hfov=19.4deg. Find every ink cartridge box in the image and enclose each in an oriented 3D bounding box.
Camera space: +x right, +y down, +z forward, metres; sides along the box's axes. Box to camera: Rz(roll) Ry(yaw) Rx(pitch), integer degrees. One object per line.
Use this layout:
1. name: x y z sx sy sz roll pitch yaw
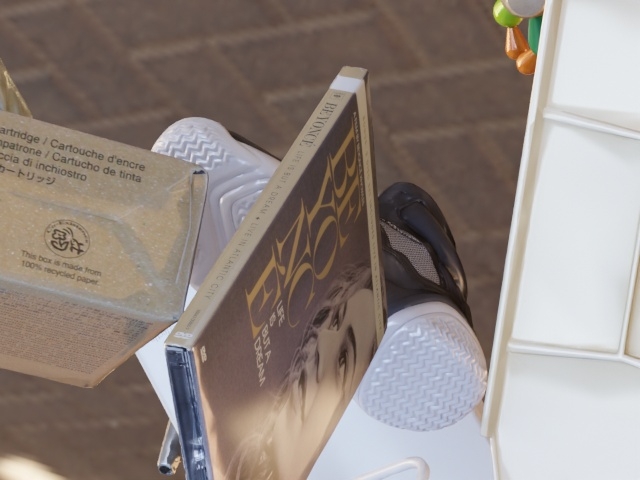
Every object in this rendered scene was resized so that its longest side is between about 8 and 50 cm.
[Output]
1. ink cartridge box: -0.199 -0.004 0.972 0.234 0.088 0.193 15 162 -17

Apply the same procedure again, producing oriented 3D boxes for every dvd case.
1. dvd case: -0.013 0.044 0.884 0.018 0.221 0.164 8 129 18

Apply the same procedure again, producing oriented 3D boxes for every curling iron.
1. curling iron: -0.100 0.121 1.748 0.035 0.274 0.068 -31 110 31

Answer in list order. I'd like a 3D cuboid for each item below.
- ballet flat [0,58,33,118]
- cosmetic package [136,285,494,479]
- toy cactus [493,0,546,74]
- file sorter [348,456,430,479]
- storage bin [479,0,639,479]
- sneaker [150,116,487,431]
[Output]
1. ballet flat: -0.276 -0.144 1.412 0.072 0.068 0.213 -6 128 16
2. cosmetic package: 0.015 0.141 1.452 0.217 0.385 0.156 -26 -178 6
3. toy cactus: 0.190 -0.222 1.619 0.112 0.180 0.219 -8 104 10
4. file sorter: 0.067 0.301 1.188 0.173 0.193 0.278 -29 110 40
5. storage bin: 0.177 0.000 0.993 0.123 0.260 0.262 9 -173 13
6. sneaker: 0.000 0.000 1.212 0.268 0.153 0.101 41 115 -18
